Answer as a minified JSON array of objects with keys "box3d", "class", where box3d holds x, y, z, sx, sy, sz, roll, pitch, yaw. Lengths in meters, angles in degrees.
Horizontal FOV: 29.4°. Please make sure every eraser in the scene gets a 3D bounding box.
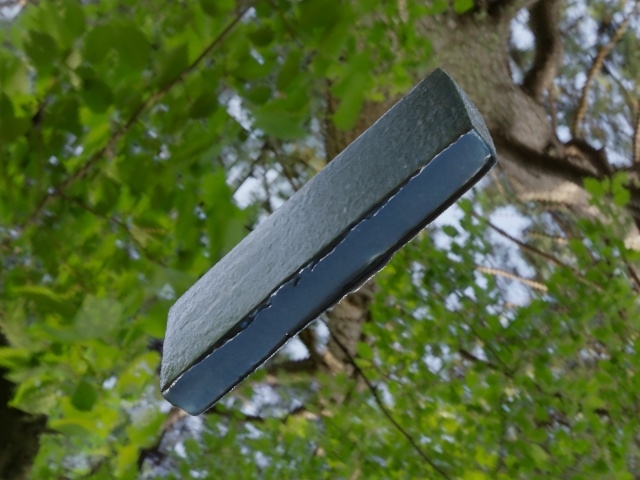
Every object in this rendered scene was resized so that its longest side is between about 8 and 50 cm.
[{"box3d":[0.000,0.000,0.943,0.312,0.042,0.144,-41,-159,14],"class":"eraser"}]
